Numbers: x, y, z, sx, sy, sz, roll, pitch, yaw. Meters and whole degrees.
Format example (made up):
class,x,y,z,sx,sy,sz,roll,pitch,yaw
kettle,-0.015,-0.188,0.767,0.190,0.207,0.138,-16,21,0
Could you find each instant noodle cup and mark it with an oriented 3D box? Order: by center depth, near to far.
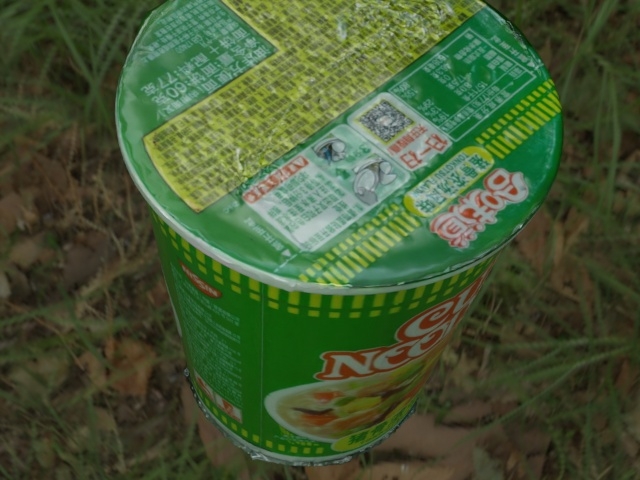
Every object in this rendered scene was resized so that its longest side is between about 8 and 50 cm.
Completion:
class,x,y,z,sx,sy,sz,roll,pitch,yaw
instant noodle cup,0.000,0.000,0.668,0.207,0.233,0.207,2,56,-3
